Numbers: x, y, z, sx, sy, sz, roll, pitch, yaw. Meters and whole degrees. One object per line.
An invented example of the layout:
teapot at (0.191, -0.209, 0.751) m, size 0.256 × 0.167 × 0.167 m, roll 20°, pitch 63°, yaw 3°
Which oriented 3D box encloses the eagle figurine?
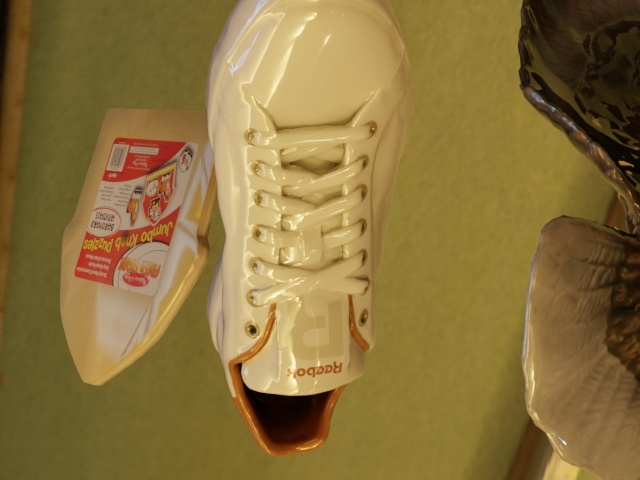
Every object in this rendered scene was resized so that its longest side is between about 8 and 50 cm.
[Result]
eagle figurine at (0.174, -0.008, 0.618) m, size 0.225 × 0.298 × 0.226 m, roll 26°, pitch 92°, yaw -14°

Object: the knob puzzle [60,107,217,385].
knob puzzle at (-0.123, 0.006, 1.007) m, size 0.030 × 0.213 × 0.213 m, roll 20°, pitch 133°, yaw -36°

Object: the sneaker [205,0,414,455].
sneaker at (0.000, 0.000, 0.744) m, size 0.106 × 0.123 × 0.290 m, roll -6°, pitch 137°, yaw -11°
